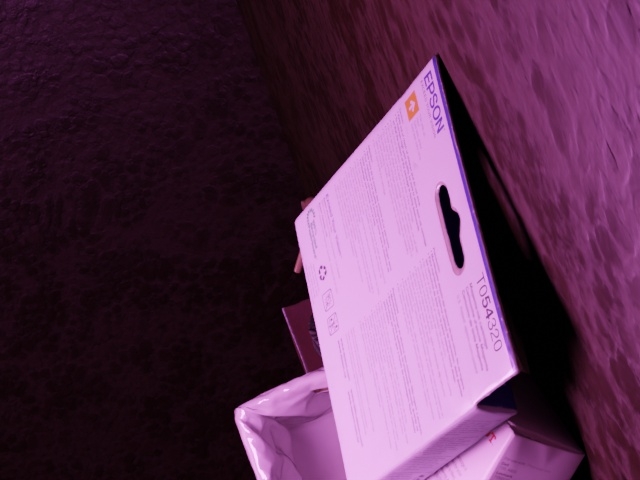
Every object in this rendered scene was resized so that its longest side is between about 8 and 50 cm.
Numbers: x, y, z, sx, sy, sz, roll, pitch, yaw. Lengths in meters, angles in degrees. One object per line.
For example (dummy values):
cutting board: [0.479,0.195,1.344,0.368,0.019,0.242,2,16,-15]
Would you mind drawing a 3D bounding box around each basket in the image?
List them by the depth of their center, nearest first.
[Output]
basket: [0.088,0.346,2.085,0.266,0.328,0.331,63,-176,-79]

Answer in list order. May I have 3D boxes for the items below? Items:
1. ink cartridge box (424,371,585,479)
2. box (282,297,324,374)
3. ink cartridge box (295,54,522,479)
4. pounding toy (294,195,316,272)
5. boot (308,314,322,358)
ink cartridge box: [0.152,0.246,1.382,0.219,0.093,0.160,-62,23,18]
box: [0.062,0.188,2.475,0.168,0.203,0.167,75,173,-57]
ink cartridge box: [0.093,0.046,1.338,0.330,0.071,0.324,-47,47,51]
pounding toy: [0.000,0.000,2.689,0.154,0.155,0.269,-122,10,-49]
boot: [0.097,0.230,1.776,0.348,0.131,0.260,-118,7,-64]
